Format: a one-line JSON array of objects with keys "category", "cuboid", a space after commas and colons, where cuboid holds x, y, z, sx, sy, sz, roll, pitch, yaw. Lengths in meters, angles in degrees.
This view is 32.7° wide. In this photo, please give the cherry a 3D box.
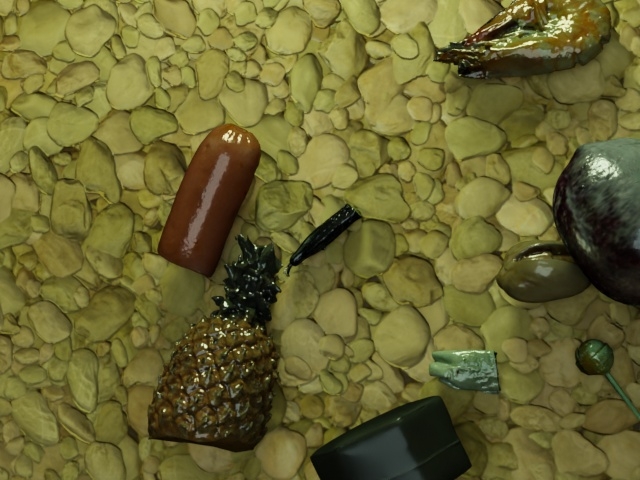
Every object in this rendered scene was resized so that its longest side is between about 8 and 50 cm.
[{"category": "cherry", "cuboid": [0.492, -0.030, 1.651, 0.255, 0.218, 0.296, -37, 66, -12]}]

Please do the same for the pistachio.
[{"category": "pistachio", "cuboid": [0.358, 0.053, 1.742, 0.149, 0.113, 0.113, 6, 89, 5]}]

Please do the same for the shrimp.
[{"category": "shrimp", "cuboid": [0.327, -0.336, 1.789, 0.294, 0.062, 0.154, -12, 73, 8]}]

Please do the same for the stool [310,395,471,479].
[{"category": "stool", "cuboid": [0.111, 0.349, 1.720, 0.232, 0.232, 0.141, -25, 84, 9]}]

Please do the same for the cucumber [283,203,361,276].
[{"category": "cucumber", "cuboid": [0.000, 0.000, 1.848, 0.163, 0.043, 0.039, -40, 123, 10]}]

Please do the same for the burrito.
[{"category": "burrito", "cuboid": [0.236, 0.215, 1.787, 0.118, 0.044, 0.074, 1, 92, 8]}]

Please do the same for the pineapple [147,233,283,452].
[{"category": "pineapple", "cuboid": [-0.153, 0.171, 1.804, 0.202, 0.202, 0.362, 10, 76, 12]}]

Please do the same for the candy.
[{"category": "candy", "cuboid": [0.479, 0.245, 1.739, 0.061, 0.061, 0.202, -36, 89, 8]}]

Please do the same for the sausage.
[{"category": "sausage", "cuboid": [-0.187, -0.074, 1.852, 0.113, 0.113, 0.259, 23, 93, 11]}]
